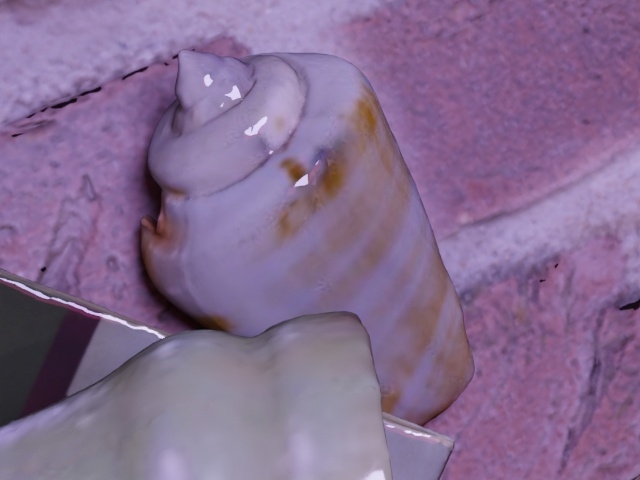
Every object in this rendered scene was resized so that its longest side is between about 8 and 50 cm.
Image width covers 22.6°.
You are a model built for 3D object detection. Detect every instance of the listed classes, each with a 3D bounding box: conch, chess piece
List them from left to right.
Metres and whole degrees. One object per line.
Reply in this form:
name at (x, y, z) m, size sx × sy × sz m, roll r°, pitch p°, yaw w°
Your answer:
chess piece at (-0.182, 0.176, 0.714) m, size 0.442 × 0.234 × 0.234 m, roll -8°, pitch 89°, yaw -3°
conch at (0.003, -0.002, 0.873) m, size 0.255 × 0.127 × 0.158 m, roll 44°, pitch 73°, yaw -12°

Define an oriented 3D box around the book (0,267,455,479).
book at (-0.095, 0.144, 0.839) m, size 0.289 × 0.026 × 0.201 m, roll 23°, pitch 95°, yaw -10°
